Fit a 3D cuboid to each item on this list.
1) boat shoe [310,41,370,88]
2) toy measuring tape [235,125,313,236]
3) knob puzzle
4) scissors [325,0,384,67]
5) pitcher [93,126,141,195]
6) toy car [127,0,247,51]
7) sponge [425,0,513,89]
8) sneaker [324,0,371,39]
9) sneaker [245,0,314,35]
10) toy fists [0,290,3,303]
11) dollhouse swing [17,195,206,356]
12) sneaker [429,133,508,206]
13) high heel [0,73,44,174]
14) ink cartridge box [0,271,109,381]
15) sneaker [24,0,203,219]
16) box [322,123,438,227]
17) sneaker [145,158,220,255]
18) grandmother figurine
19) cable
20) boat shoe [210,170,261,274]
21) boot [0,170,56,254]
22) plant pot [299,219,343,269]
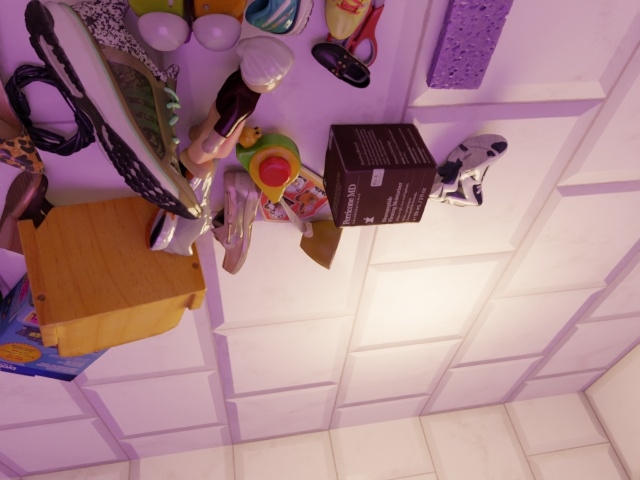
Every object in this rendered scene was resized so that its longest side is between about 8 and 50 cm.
[{"bbox_3d":[0.042,-0.333,0.947,0.132,0.042,0.049,19,135,-32],"label":"boat shoe"},{"bbox_3d":[-0.068,-0.134,1.114,0.121,0.122,0.330,-26,132,16],"label":"toy measuring tape"},{"bbox_3d":[-0.072,-0.098,1.238,0.212,0.030,0.213,-8,141,-6],"label":"knob puzzle"},{"bbox_3d":[0.095,-0.431,0.885,0.108,0.021,0.297,8,139,-20],"label":"scissors"},{"bbox_3d":[-0.342,-0.162,0.972,0.125,0.177,0.207,-38,147,-22],"label":"pitcher"},{"bbox_3d":[-0.209,-0.374,0.798,0.181,0.159,0.136,-4,177,-11],"label":"toy car"},{"bbox_3d":[0.289,-0.394,0.977,0.117,0.031,0.210,-4,141,-11],"label":"sponge"},{"bbox_3d":[0.060,-0.424,0.818,0.081,0.094,0.209,15,133,-12],"label":"sneaker"},{"bbox_3d":[-0.049,-0.442,0.759,0.109,0.107,0.275,-1,140,-22],"label":"sneaker"},{"bbox_3d":[-0.939,0.118,1.215,0.142,0.096,0.279,-34,136,10],"label":"toy fists"},{"bbox_3d":[-0.498,0.094,1.204,0.346,0.316,0.305,-12,174,-29],"label":"dollhouse swing"},{"bbox_3d":[0.384,-0.159,1.238,0.153,0.094,0.235,22,130,-37],"label":"sneaker"},{"bbox_3d":[-0.540,-0.242,0.841,0.186,0.093,0.261,-28,116,26],"label":"high heel"},{"bbox_3d":[-0.751,0.253,1.387,0.395,0.151,0.269,-36,136,29],"label":"ink cartridge box"},{"bbox_3d":[-0.287,-0.222,0.837,0.182,0.158,0.411,-41,120,-26],"label":"sneaker"},{"bbox_3d":[0.124,-0.146,1.117,0.203,0.167,0.169,-4,137,-11],"label":"box"},{"bbox_3d":[-0.280,-0.084,1.103,0.121,0.099,0.263,24,102,-42],"label":"sneaker"},{"bbox_3d":[-0.152,-0.246,0.896,0.103,0.208,0.342,16,155,-28],"label":"grandmother figurine"},{"bbox_3d":[-0.510,-0.244,0.936,0.150,0.047,0.185,-11,138,10],"label":"cable"},{"bbox_3d":[-0.216,-0.041,1.213,0.098,0.109,0.302,7,132,-15],"label":"boat shoe"},{"bbox_3d":[-0.596,-0.053,1.131,0.206,0.090,0.248,10,134,-45],"label":"boot"},{"bbox_3d":[0.000,0.000,1.314,0.095,0.134,0.134,18,138,4],"label":"plant pot"}]
